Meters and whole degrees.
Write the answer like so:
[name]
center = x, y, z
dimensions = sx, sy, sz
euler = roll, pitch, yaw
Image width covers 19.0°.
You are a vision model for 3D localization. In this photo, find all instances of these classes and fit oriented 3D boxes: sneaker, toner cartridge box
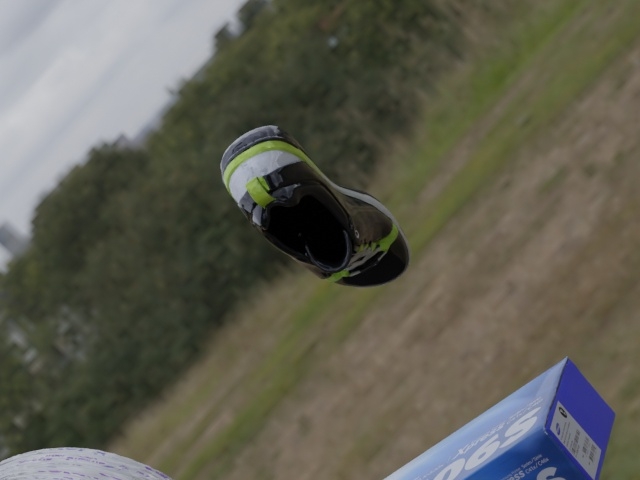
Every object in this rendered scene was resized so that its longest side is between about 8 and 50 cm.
[sneaker]
center = 0.000, 0.000, 1.519
dimensions = 0.084, 0.235, 0.097
euler = -38, 49, 16
[toner cartridge box]
center = 0.099, 0.251, 1.730
dimensions = 0.348, 0.075, 0.165
euler = -37, 5, 22

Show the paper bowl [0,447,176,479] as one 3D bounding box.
[paper bowl]
center = -0.188, 0.311, 1.437
dimensions = 0.284, 0.284, 0.148
euler = -44, 5, 26
